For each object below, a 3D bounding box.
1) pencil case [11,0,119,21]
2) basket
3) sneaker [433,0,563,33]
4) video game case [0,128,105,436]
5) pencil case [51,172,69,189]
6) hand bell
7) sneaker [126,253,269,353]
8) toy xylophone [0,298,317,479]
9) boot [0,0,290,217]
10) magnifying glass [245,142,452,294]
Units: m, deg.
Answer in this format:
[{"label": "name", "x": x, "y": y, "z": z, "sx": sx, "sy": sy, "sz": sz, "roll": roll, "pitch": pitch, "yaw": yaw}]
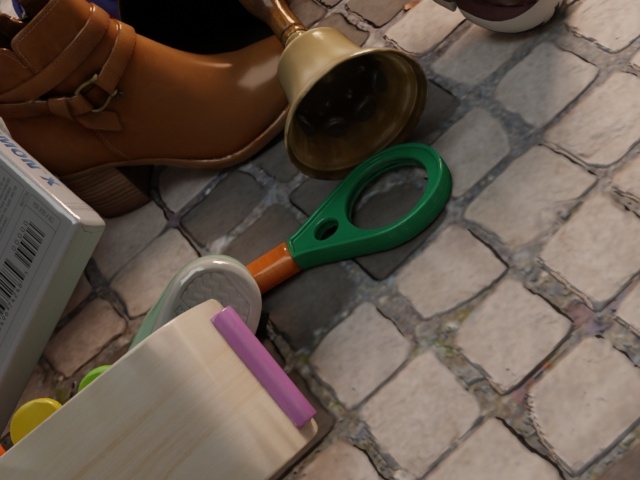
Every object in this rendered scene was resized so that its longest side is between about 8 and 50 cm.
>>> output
[{"label": "pencil case", "x": -0.236, "y": -0.310, "z": 1.318, "sx": 0.133, "sy": 0.119, "sz": 0.306, "roll": -21, "pitch": 28, "yaw": 15}, {"label": "basket", "x": -0.091, "y": -0.303, "z": 1.222, "sx": 0.204, "sy": 0.154, "sz": 0.227, "roll": -43, "pitch": 23, "yaw": 42}, {"label": "sneaker", "x": 0.067, "y": -0.276, "z": 0.983, "sx": 0.281, "sy": 0.162, "sz": 0.106, "roll": 18, "pitch": 66, "yaw": 17}, {"label": "video game case", "x": -0.341, "y": 0.041, "z": 0.990, "sx": 0.300, "sy": 0.036, "sz": 0.329, "roll": 38, "pitch": 110, "yaw": 27}, {"label": "pencil case", "x": -0.398, "y": -0.019, "z": 1.182, "sx": 0.386, "sy": 0.160, "sz": 0.167, "roll": 8, "pitch": 73, "yaw": 45}, {"label": "hand bell", "x": -0.025, "y": -0.174, "z": 1.017, "sx": 0.126, "sy": 0.126, "sz": 0.242, "roll": -37, "pitch": 53, "yaw": 4}, {"label": "sneaker", "x": -0.113, "y": 0.127, "z": 0.901, "sx": 0.256, "sy": 0.094, "sz": 0.151, "roll": -62, "pitch": 5, "yaw": 3}, {"label": "toy xylophone", "x": -0.139, "y": 0.200, "z": 0.781, "sx": 0.323, "sy": 0.236, "sz": 0.081, "roll": -31, "pitch": -4, "yaw": 5}, {"label": "boot", "x": -0.160, "y": -0.157, "z": 1.078, "sx": 0.283, "sy": 0.220, "sz": 0.109, "roll": -24, "pitch": 41, "yaw": 19}, {"label": "magnifying glass", "x": 0.000, "y": 0.000, "z": 0.961, "sx": 0.231, "sy": 0.026, "sz": 0.092, "roll": -31, "pitch": 40, "yaw": 9}]
